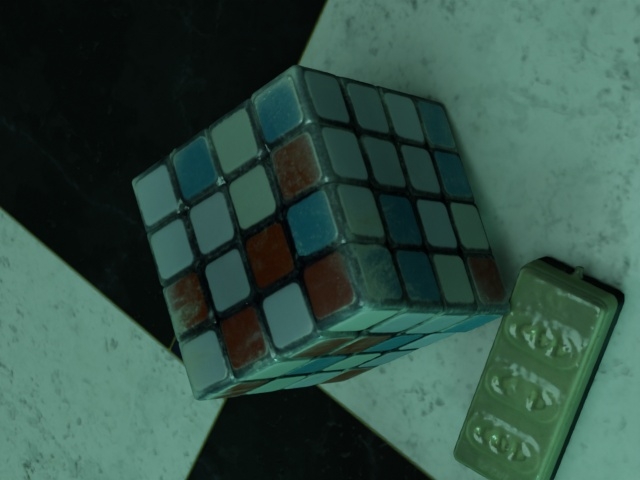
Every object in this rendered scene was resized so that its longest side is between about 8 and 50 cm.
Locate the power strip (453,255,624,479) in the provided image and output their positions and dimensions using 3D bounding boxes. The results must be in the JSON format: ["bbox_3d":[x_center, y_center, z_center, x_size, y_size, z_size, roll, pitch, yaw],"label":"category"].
[{"bbox_3d":[0.228,0.142,1.247,0.105,0.070,0.257,26,112,25],"label":"power strip"}]

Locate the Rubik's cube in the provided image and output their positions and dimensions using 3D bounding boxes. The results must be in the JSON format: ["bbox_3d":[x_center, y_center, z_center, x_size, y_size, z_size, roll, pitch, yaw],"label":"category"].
[{"bbox_3d":[0.000,0.001,1.226,0.253,0.259,0.256,-28,71,34],"label":"Rubik's cube"}]
